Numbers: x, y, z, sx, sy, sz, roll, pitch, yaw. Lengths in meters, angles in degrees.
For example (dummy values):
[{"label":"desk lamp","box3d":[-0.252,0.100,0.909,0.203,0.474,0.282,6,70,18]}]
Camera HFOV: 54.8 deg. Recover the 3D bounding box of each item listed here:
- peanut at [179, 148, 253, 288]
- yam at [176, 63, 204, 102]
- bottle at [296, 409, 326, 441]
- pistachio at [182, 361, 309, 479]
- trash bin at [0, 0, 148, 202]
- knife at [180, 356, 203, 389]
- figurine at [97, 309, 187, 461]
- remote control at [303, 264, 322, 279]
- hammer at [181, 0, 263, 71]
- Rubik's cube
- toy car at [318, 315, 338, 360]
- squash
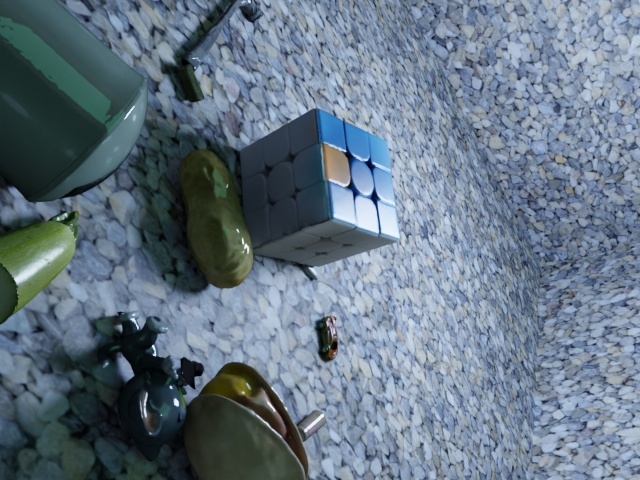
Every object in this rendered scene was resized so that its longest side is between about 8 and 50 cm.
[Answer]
[{"label":"peanut","box3d":[-0.234,-0.049,1.361,0.147,0.147,0.319,-11,87,-57]},{"label":"yam","box3d":[-0.313,-0.376,1.486,0.043,0.043,0.094,-35,107,-56]},{"label":"bottle","box3d":[-0.028,0.457,1.518,0.096,0.045,0.045,-22,94,-57]},{"label":"pistachio","box3d":[-0.142,0.392,1.210,0.230,0.229,0.309,-48,124,-54]},{"label":"trash bin","box3d":[-0.482,-0.264,0.960,0.432,0.280,0.280,45,41,-28]},{"label":"knife","box3d":[-0.247,0.253,1.175,0.230,0.028,0.060,106,-26,-75]},{"label":"figurine","box3d":[-0.312,0.240,1.096,0.140,0.193,0.265,-28,79,-31]},{"label":"remote control","box3d":[0.000,0.000,1.796,0.067,0.029,0.261,48,42,-31]},{"label":"hammer","box3d":[-0.265,-0.566,1.648,0.152,0.044,0.427,49,40,-31]},{"label":"Rubik's cube","box3d":[-0.005,-0.119,1.575,0.291,0.291,0.290,13,65,-47]},{"label":"toy car","box3d":[0.027,0.269,1.697,0.059,0.035,0.122,19,58,-56]},{"label":"squash","box3d":[-0.463,0.032,0.993,0.137,0.137,0.287,66,31,-11]}]
